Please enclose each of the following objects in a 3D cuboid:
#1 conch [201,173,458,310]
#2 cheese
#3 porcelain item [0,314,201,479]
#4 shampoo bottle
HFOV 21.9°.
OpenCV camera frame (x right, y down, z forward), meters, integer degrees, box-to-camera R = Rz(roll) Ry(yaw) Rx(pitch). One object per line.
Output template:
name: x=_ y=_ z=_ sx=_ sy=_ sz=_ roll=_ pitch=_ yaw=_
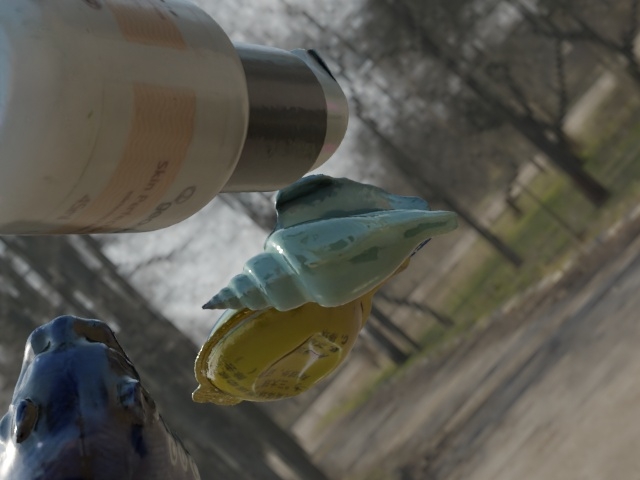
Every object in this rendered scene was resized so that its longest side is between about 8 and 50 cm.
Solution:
conch: x=0.002 y=0.007 z=1.096 sx=0.180 sy=0.088 sz=0.065 roll=-22 pitch=-49 yaw=-13
cheese: x=-0.008 y=0.066 z=1.461 sx=0.270 sy=0.069 sz=0.177 roll=-42 pitch=-32 yaw=25
porcelain item: x=-0.107 y=0.188 z=0.820 sx=0.186 sy=0.138 sz=0.288 roll=97 pitch=170 yaw=-49
shampoo bottle: x=-0.052 y=-0.038 z=0.490 sx=0.074 sy=0.074 sz=0.192 roll=-49 pitch=-21 yaw=19
